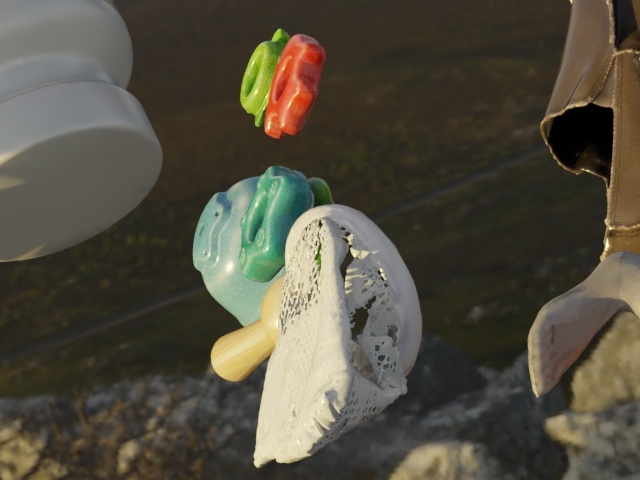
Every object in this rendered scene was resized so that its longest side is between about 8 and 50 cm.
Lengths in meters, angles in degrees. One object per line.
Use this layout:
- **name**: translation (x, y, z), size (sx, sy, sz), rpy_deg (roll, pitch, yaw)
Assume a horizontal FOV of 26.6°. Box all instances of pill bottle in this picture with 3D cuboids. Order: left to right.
- **pill bottle**: translation (-0.200, -0.130, 0.781), size (0.153, 0.264, 0.153), rpy_deg (-25, -21, -10)

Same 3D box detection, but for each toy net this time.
- **toy net**: translation (0.000, 0.000, 0.464), size (0.045, 0.122, 0.232), rpy_deg (17, 12, -17)

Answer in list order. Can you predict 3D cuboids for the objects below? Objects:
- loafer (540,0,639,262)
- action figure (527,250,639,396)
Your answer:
- **loafer**: translation (0.233, -0.122, 1.056), size (0.130, 0.134, 0.366), rpy_deg (-10, 50, 3)
- **action figure**: translation (0.240, 0.033, 0.433), size (0.330, 0.341, 0.178), rpy_deg (-2, 45, 41)
